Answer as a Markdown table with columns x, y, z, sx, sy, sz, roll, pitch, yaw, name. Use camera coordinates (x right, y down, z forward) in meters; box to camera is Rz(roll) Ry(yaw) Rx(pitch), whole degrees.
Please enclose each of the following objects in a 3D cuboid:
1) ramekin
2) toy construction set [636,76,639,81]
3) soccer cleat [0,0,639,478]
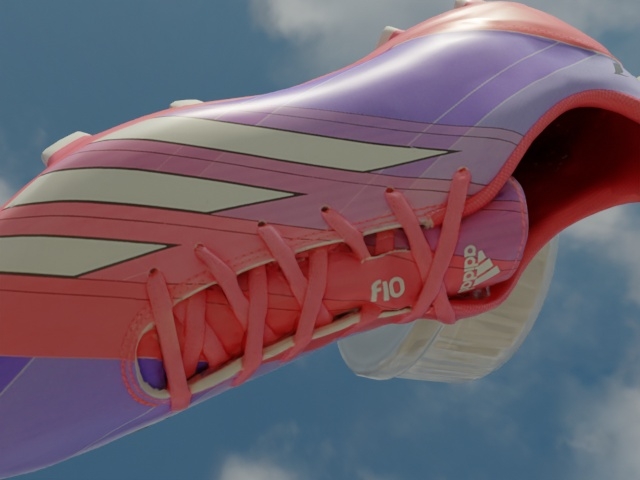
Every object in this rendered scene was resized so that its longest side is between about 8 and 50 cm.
| x | y | z | sx | sy | sz | roll | pitch | yaw | name |
| --- | --- | --- | --- | --- | --- | --- | --- | --- | --- |
| 0.127 | 0.017 | 1.347 | 0.127 | 0.273 | 0.273 | 17 | -91 | -19 | ramekin |
| 0.399 | -0.101 | 1.108 | 0.327 | 0.215 | 0.151 | -13 | -73 | 11 | toy construction set |
| 0.000 | 0.000 | 0.380 | 0.248 | 0.095 | 0.083 | -29 | -45 | -31 | soccer cleat |
